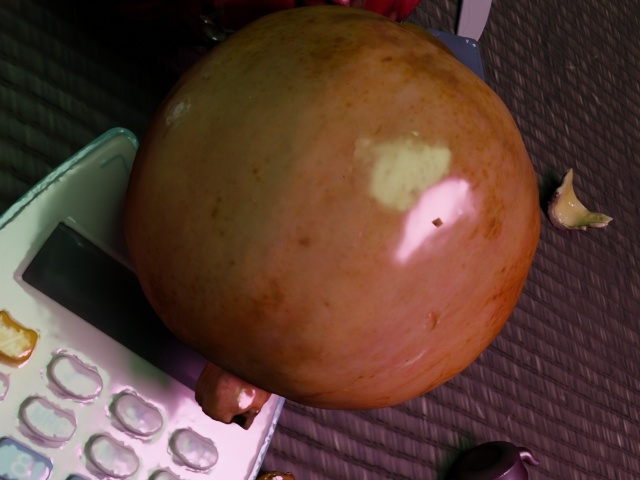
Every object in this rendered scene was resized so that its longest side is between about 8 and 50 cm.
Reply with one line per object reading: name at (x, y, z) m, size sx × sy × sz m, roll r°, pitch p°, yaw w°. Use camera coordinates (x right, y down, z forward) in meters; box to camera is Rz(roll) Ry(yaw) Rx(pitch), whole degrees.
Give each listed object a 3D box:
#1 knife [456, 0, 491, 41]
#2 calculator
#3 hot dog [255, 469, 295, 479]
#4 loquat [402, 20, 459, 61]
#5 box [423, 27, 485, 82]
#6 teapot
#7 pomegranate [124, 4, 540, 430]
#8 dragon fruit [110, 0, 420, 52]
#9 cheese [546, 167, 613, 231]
knife at (0.191, -0.322, 0.935) m, size 0.058 × 0.032 × 0.244 m, roll 22°, pitch 68°, yaw -40°
calculator at (-0.160, 0.129, 0.512) m, size 0.256 × 0.054 × 0.386 m, roll 39°, pitch 58°, yaw -22°
hot dog at (-0.040, 0.217, 0.587) m, size 0.058 × 0.035 × 0.083 m, roll 9°, pitch 71°, yaw -35°
loquat at (0.064, -0.119, 0.701) m, size 0.152 × 0.152 × 0.195 m, roll -34°, pitch 106°, yaw -39°
box at (0.126, -0.184, 0.823) m, size 0.099 × 0.054 × 0.074 m, roll 1°, pitch 74°, yaw -36°
teapot at (0.155, 0.221, 0.716) m, size 0.100 × 0.068 × 0.045 m, roll -29°, pitch 98°, yaw -4°
pomegranate at (0.000, 0.000, 0.491) m, size 0.270 × 0.229 × 0.252 m, roll -53°, pitch 148°, yaw -1°
dragon fruit at (-0.045, -0.278, 0.563) m, size 0.329 × 0.329 × 0.329 m, roll 12°, pitch 69°, yaw -34°
cheese at (0.306, -0.036, 0.923) m, size 0.084 × 0.041 × 0.060 m, roll 40°, pitch 47°, yaw -2°
